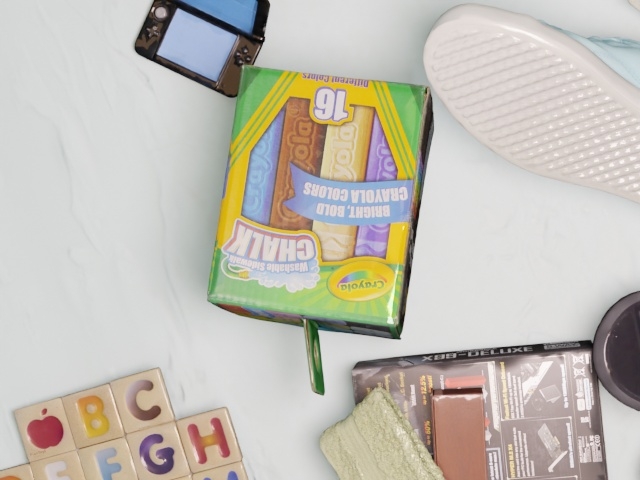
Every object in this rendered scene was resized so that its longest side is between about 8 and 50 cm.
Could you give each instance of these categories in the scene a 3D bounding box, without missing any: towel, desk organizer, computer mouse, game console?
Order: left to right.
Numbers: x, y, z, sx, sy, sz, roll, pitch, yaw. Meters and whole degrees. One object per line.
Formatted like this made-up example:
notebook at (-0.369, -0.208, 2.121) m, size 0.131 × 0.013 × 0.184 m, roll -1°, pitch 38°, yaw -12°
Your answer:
game console at (-0.121, -0.215, 1.516) m, size 0.122 × 0.071 × 0.107 m, roll 26°, pitch 95°, yaw 5°
towel at (0.063, 0.224, 1.442) m, size 0.110 × 0.027 × 0.148 m, roll -45°, pitch 66°, yaw 35°
desk organizer at (0.134, 0.207, 1.444) m, size 0.050 × 0.047 × 0.130 m, roll -3°, pitch 92°, yaw 5°
computer mouse at (0.383, 0.101, 1.470) m, size 0.272 × 0.072 × 0.188 m, roll -6°, pitch 89°, yaw -12°

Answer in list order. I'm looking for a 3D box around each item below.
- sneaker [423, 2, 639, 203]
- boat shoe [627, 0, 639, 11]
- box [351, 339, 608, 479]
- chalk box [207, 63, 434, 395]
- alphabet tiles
sneaker at (0.259, -0.137, 1.424) m, size 0.366 × 0.150 × 0.135 m, roll 26°, pitch 127°, yaw -16°
boat shoe at (0.418, -0.189, 1.405) m, size 0.302 × 0.113 × 0.103 m, roll 23°, pitch 62°, yaw 15°
box at (0.167, 0.264, 1.504) m, size 0.242 × 0.076 × 0.307 m, roll -6°, pitch 92°, yaw 7°
chalk box at (0.000, 0.000, 1.437) m, size 0.179 × 0.180 × 0.289 m, roll 9°, pitch 83°, yaw 6°
alphabet tiles at (-0.193, 0.316, 1.558) m, size 0.285 × 0.011 × 0.342 m, roll -17°, pitch 91°, yaw 16°
